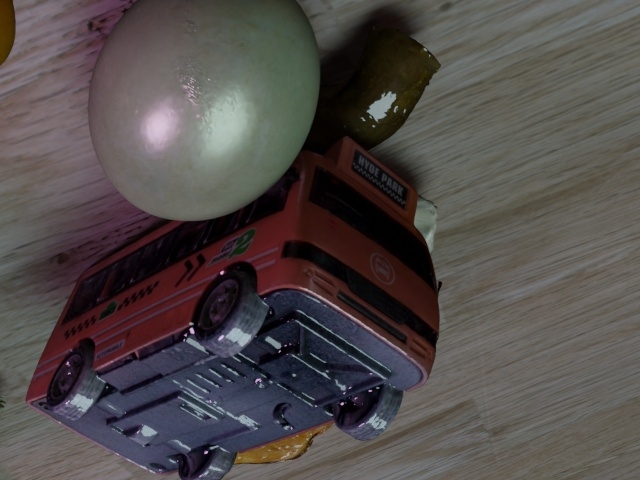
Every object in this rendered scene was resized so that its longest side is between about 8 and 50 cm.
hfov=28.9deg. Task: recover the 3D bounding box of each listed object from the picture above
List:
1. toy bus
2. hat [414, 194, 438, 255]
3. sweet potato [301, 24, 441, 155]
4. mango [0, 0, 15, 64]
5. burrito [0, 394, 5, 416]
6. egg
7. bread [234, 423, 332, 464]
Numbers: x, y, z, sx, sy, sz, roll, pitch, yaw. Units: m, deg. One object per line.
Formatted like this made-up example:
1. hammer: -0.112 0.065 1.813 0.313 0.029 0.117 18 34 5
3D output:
1. toy bus: -0.084 0.081 1.211 0.203 0.233 0.427 35 139 -29
2. hat: 0.000 0.000 1.382 0.226 0.164 0.219 16 145 16
3. sweet potato: -0.018 -0.121 1.202 0.285 0.085 0.112 -18 114 16
4. mango: -0.320 -0.189 0.875 0.257 0.138 0.187 21 138 -38
5. burrito: -0.452 0.265 1.533 0.082 0.059 0.275 10 137 -20
6. egg: -0.100 -0.119 1.047 0.186 0.186 0.253 3 137 -32
7. bread: -0.072 0.188 1.548 0.158 0.149 0.143 -1 139 -28
